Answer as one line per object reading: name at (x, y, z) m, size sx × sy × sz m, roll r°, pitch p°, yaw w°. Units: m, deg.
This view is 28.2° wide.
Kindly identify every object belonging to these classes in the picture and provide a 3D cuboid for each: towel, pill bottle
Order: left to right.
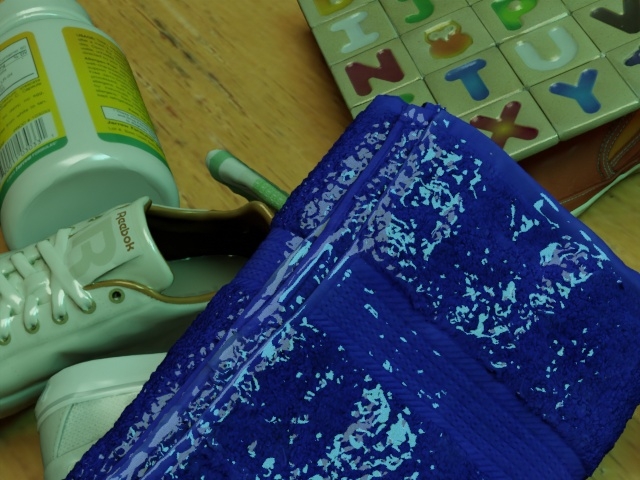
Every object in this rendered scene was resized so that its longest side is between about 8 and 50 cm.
pill bottle at (-0.179, -0.080, 0.886) m, size 0.117 × 0.118 × 0.208 m, roll -15°, pitch 49°, yaw -13°
towel at (0.000, 0.000, 0.825) m, size 0.152 × 0.113 × 0.023 m, roll 37°, pitch 93°, yaw 28°
towel at (0.037, 0.089, 0.666) m, size 0.227 × 0.076 × 0.308 m, roll 39°, pitch 68°, yaw -1°

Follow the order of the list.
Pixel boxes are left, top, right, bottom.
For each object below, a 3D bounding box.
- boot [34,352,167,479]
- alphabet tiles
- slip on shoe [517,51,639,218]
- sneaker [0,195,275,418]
boot at (-0.029, 0.122, 0.727) m, size 0.258 × 0.095 × 0.123 m, roll -10°, pitch 58°, yaw -4°
alphabet tiles at (0.137, -0.184, 0.944) m, size 0.285 × 0.011 × 0.342 m, roll -24°, pitch 42°, yaw 2°
slip on shoe at (0.186, -0.090, 0.903) m, size 0.331 × 0.101 × 0.123 m, roll -22°, pitch 52°, yaw -17°
sneaker at (-0.157, 0.025, 0.755) m, size 0.290 × 0.123 × 0.106 m, roll -12°, pitch 57°, yaw -21°
